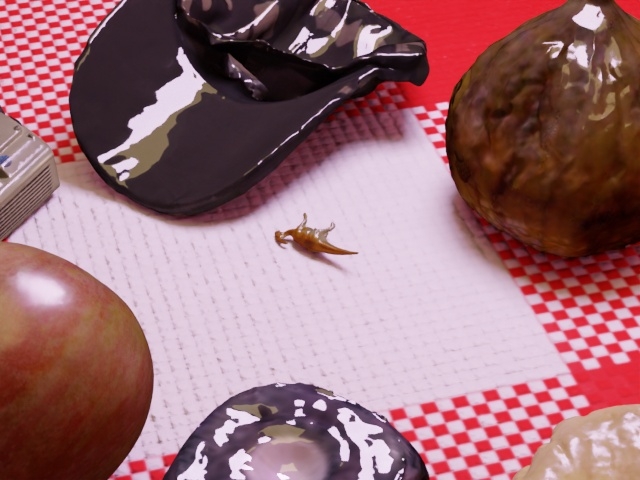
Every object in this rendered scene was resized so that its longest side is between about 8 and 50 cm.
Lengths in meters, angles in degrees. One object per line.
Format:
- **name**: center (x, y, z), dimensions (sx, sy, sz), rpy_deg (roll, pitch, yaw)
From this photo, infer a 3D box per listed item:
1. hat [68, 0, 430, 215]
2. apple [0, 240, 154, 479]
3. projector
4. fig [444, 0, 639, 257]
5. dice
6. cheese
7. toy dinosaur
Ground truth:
- **hat**: center (-0.094, -0.182, 1.935), dimensions (0.366, 0.257, 0.381), rpy_deg (36, 85, 18)
- **apple**: center (-0.278, 0.131, 1.406), dimensions (0.257, 0.257, 0.234), rpy_deg (13, 51, 17)
- **projector**: center (-0.430, -0.095, 1.838), dimensions (0.269, 0.088, 0.193), rpy_deg (18, 44, 23)
- **fig**: center (0.265, -0.181, 1.728), dimensions (0.286, 0.368, 0.286), rpy_deg (-6, 28, 3)
- **dice**: center (-0.024, 0.238, 1.318), dimensions (0.181, 0.183, 0.182), rpy_deg (20, 43, 22)
- **cheese**: center (0.260, 0.239, 1.372), dimensions (0.214, 0.117, 0.226), rpy_deg (2, 41, 14)
- **toy dinosaur**: center (0.001, -0.003, 1.760), dimensions (0.113, 0.026, 0.041), rpy_deg (12, 45, 31)
